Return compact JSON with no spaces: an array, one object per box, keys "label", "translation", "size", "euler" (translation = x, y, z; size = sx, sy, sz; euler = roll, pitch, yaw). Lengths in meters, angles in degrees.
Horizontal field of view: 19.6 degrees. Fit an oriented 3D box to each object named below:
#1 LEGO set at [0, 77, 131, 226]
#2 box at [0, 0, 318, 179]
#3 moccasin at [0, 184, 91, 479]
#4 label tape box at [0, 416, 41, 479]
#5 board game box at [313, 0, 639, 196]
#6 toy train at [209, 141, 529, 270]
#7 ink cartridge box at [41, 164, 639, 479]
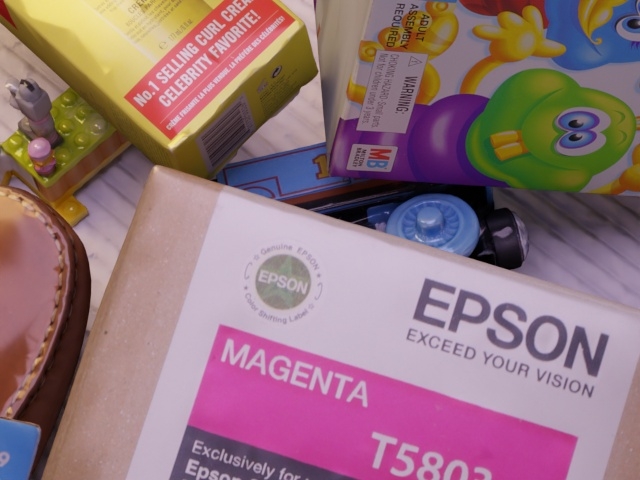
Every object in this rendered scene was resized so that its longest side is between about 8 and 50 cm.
[{"label":"LEGO set","translation":[-0.158,-0.080,0.893],"size":[0.287,0.107,0.132],"euler":[-11,60,0]},{"label":"box","translation":[-0.113,-0.128,0.833],"size":[0.087,0.058,0.232],"euler":[-44,73,-9]},{"label":"moccasin","translation":[-0.246,0.114,0.768],"size":[0.380,0.147,0.139],"euler":[-41,65,-17]},{"label":"label tape box","translation":[-0.257,0.198,0.637],"size":[0.241,0.106,0.333],"euler":[17,81,-19]},{"label":"board game box","translation":[0.145,-0.115,0.815],"size":[0.275,0.144,0.142],"euler":[3,50,-9]},{"label":"toy train","translation":[0.000,0.000,0.852],"size":[0.184,0.080,0.105],"euler":[-13,51,-1]},{"label":"ink cartridge box","translation":[0.016,0.095,0.740],"size":[0.235,0.088,0.193],"euler":[16,83,5]}]
